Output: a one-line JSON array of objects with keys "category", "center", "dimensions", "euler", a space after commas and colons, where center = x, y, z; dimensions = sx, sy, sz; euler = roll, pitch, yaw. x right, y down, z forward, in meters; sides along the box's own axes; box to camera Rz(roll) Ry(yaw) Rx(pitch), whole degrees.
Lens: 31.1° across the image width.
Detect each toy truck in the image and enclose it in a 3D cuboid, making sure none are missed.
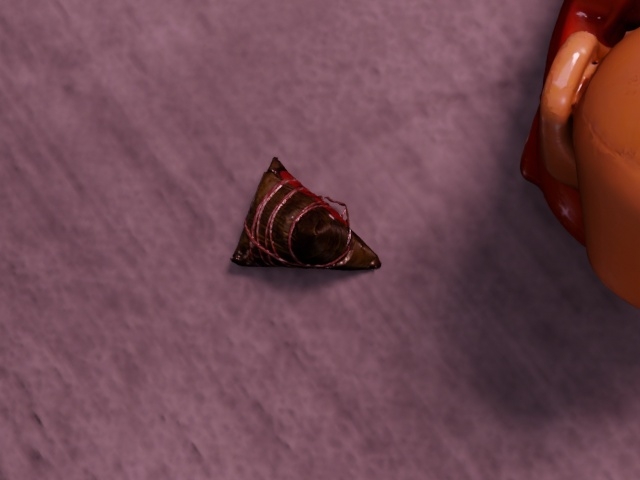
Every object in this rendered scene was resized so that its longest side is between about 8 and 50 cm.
[{"category": "toy truck", "center": [0.197, -0.087, 0.517], "dimensions": [0.189, 0.239, 0.265], "euler": [22, 90, 13]}]

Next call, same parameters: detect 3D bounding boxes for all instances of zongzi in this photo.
[{"category": "zongzi", "center": [0.000, 0.000, 0.655], "dimensions": [0.083, 0.073, 0.067], "euler": [26, 92, 53]}]
